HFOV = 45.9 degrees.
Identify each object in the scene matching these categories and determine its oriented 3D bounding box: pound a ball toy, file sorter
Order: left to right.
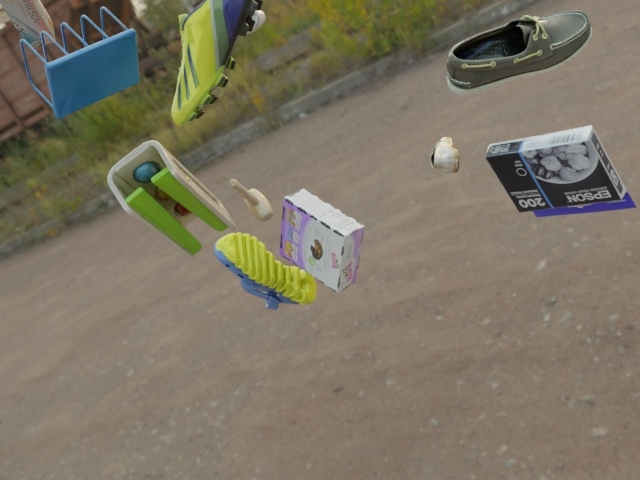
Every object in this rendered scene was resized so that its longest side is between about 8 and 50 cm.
[{"bbox_3d":[-0.422,-0.318,1.329,0.170,0.104,0.118,-34,-25,-29],"label":"file sorter"},{"bbox_3d":[-0.260,-0.098,1.552,0.208,0.319,0.135,-38,60,3],"label":"pound a ball toy"}]

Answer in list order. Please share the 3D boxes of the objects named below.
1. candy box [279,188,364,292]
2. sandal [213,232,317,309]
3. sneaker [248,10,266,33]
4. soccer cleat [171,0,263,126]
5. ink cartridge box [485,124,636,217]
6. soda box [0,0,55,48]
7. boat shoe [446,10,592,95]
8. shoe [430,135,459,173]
[{"bbox_3d":[0.000,0.000,1.742,0.196,0.164,0.070,33,43,31],"label":"candy box"},{"bbox_3d":[-0.158,0.095,1.938,0.138,0.317,0.126,-27,41,33],"label":"sandal"},{"bbox_3d":[-0.259,-0.566,2.013,0.235,0.090,0.095,-6,19,18],"label":"sneaker"},{"bbox_3d":[-0.209,-0.340,1.342,0.289,0.121,0.093,-59,5,23],"label":"soccer cleat"},{"bbox_3d":[0.436,-0.106,1.375,0.206,0.208,0.045,-6,45,46],"label":"ink cartridge box"},{"bbox_3d":[-0.614,-0.482,1.559,0.063,0.058,0.183,-16,-27,-2],"label":"soda box"},{"bbox_3d":[0.391,-0.381,1.477,0.305,0.091,0.109,-22,59,1],"label":"boat shoe"},{"bbox_3d":[0.293,-0.209,1.829,0.058,0.076,0.219,-5,14,3],"label":"shoe"}]
